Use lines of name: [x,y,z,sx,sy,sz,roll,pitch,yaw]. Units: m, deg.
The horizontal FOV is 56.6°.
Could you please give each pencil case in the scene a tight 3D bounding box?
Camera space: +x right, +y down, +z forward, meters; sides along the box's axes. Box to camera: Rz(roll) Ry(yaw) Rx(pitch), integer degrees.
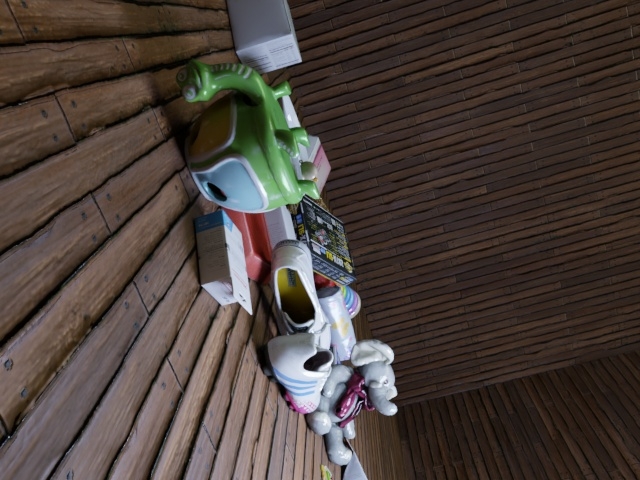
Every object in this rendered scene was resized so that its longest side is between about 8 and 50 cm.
pencil case: [0.053,0.300,2.155,0.124,0.114,0.273,11,-60,66]

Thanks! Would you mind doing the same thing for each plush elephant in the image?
plush elephant: [0.108,0.434,1.694,0.330,0.256,0.271,-97,169,-52]

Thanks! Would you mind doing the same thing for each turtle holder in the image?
turtle holder: [-0.151,-0.186,1.171,0.320,0.228,0.243,51,25,-71]

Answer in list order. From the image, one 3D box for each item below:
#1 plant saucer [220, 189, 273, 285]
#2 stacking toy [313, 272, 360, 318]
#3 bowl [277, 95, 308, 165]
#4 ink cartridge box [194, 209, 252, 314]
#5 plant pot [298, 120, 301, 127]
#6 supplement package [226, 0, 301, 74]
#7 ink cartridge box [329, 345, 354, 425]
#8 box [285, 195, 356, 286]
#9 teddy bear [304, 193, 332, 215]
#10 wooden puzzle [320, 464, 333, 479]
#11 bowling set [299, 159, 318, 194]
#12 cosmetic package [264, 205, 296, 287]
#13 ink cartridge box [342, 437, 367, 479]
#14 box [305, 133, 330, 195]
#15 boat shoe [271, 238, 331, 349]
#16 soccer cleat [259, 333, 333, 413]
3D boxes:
plant saucer: [-0.171,-0.036,1.420,0.259,0.048,0.258,51,24,-74]
stacking toy: [0.054,0.199,2.332,0.330,0.141,0.141,55,20,-58]
bowl: [-0.141,-0.346,1.972,0.298,0.134,0.297,-15,90,-84]
ink cartridge box: [-0.180,0.048,1.100,0.104,0.060,0.180,63,13,-59]
plant pot: [-0.132,-0.402,2.319,0.096,0.109,0.109,-23,98,-71]
supplement package: [-0.201,-0.748,2.101,0.145,0.204,0.261,61,15,-64]
ink cartridge box: [0.065,0.506,2.051,0.206,0.045,0.208,-90,162,-66]
box: [0.000,0.000,2.156,0.322,0.079,0.257,31,41,-51]
teddy bear: [-0.049,-0.172,2.513,0.338,0.113,0.245,58,9,-40]
wooden puzzle: [0.025,0.642,1.572,0.116,0.014,0.078,66,11,-51]
bowling set: [-0.120,-0.195,1.432,0.287,0.154,0.200,55,2,13]
cosmetic package: [-0.111,0.018,1.622,0.117,0.086,0.231,58,16,-67]
ink cartridge box: [0.127,0.821,1.848,0.385,0.091,0.308,-131,-160,-65]
box: [-0.063,-0.285,2.250,0.232,0.127,0.148,60,50,-64]
boat shoe: [-0.049,0.188,1.430,0.156,0.136,0.367,-84,169,-58]
soccer cleat: [-0.026,0.315,1.379,0.331,0.143,0.116,65,12,-55]
